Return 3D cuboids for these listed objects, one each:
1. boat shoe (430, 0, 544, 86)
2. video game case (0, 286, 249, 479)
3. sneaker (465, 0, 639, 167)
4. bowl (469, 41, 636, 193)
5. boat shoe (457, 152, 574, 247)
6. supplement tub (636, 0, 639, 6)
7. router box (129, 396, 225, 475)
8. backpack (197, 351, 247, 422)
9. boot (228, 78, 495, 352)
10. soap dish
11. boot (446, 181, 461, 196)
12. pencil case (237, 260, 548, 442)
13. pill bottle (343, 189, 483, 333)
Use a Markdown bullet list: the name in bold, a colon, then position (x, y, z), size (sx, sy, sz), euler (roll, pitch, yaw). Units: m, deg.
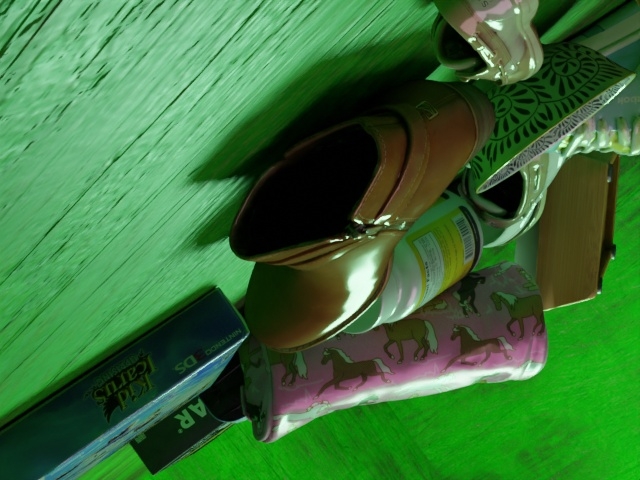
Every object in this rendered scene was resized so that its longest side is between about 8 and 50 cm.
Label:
- **boat shoe**: position (0.093, -0.126, 0.792), size (0.059, 0.063, 0.170), euler (-34, 164, 2)
- **video game case**: position (-0.209, 0.170, 1.299), size (0.269, 0.061, 0.244), euler (-34, 174, -21)
- **sneaker**: position (0.309, -0.111, 1.331), size (0.319, 0.208, 0.127), euler (-34, 174, -13)
- **bowl**: position (0.180, -0.122, 1.154), size (0.170, 0.080, 0.170), euler (-36, 173, -5)
- **boat shoe**: position (0.217, -0.073, 1.602), size (0.103, 0.113, 0.302), euler (-31, 161, -27)
- **supplement tub**: position (0.283, -0.195, 0.677), size (0.316, 0.193, 0.193), euler (-29, 171, -45)
- **router box**: position (-0.117, 0.210, 1.949), size (0.309, 0.081, 0.243), euler (-37, 174, 5)
- **backpack**: position (-0.101, 0.178, 1.709), size (0.114, 0.105, 0.084), euler (-33, 173, -2)
- **boot**: position (0.000, 0.000, 0.947), size (0.283, 0.109, 0.220), euler (-42, 173, 27)
- **soap dish**: position (0.352, -0.042, 1.861), size (0.118, 0.228, 0.291), euler (6, -166, 16)
- **boot**: position (0.178, -0.016, 1.869), size (0.236, 0.085, 0.178), euler (-29, 173, -48)
- **pencil case**: position (0.088, 0.131, 1.616), size (0.386, 0.160, 0.167), euler (-11, -160, -17)
- **pill bottle**: position (0.085, 0.022, 1.509), size (0.208, 0.119, 0.119), euler (-28, 169, -49)
